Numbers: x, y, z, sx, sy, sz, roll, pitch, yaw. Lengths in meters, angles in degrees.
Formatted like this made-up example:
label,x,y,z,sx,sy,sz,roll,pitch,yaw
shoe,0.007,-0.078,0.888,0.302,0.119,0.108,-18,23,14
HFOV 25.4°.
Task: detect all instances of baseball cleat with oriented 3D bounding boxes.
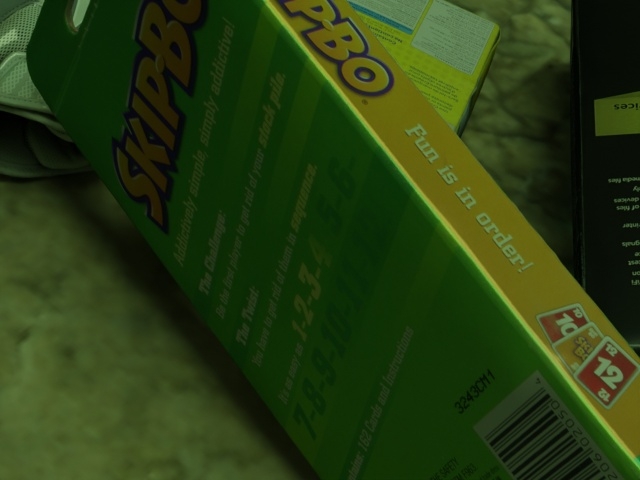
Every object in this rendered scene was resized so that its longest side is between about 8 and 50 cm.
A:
label,x,y,z,sx,sy,sz,roll,pitch,yaw
baseball cleat,-0.086,-0.084,0.572,0.206,0.072,0.109,-25,75,-30

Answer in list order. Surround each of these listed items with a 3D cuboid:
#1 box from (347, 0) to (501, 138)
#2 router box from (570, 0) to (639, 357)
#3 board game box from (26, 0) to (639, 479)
label,x,y,z,sx,sy,sz,roll,pitch,yaw
box,0.001,-0.046,0.573,0.105,0.043,0.179,25,44,3
router box,0.252,-0.026,0.542,0.308,0.081,0.243,-1,45,10
board game box,0.000,0.000,0.440,0.039,0.124,0.259,-30,75,-38
